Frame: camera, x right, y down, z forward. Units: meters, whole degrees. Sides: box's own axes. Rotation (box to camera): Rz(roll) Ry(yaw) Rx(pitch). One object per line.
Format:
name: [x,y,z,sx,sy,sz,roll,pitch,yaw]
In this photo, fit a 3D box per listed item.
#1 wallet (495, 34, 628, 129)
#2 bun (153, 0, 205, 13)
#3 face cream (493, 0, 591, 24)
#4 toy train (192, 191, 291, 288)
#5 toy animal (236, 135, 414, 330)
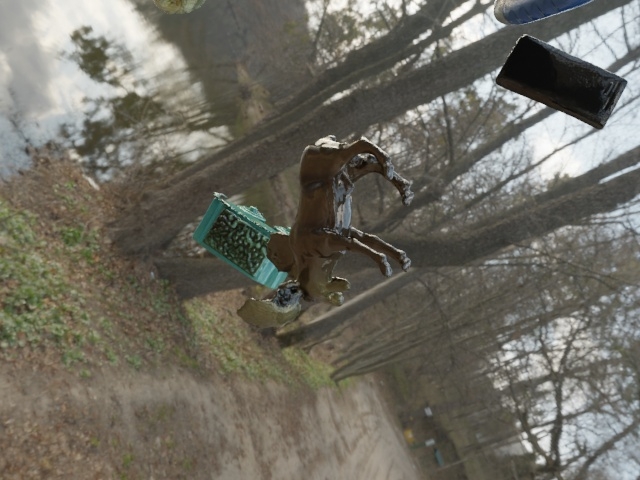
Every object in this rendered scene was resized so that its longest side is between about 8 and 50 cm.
wallet: [0.509,-0.338,1.061,0.244,0.124,0.025,30,-3,11]
bun: [-0.328,-0.597,1.146,0.164,0.188,0.111,9,66,-48]
face cream: [0.437,-0.488,0.968,0.083,0.149,0.264,42,-4,-21]
toy train: [-0.126,0.005,0.923,0.203,0.112,0.163,29,4,10]
toy animal: [0.000,0.000,0.519,0.094,0.186,0.214,-12,107,-59]
